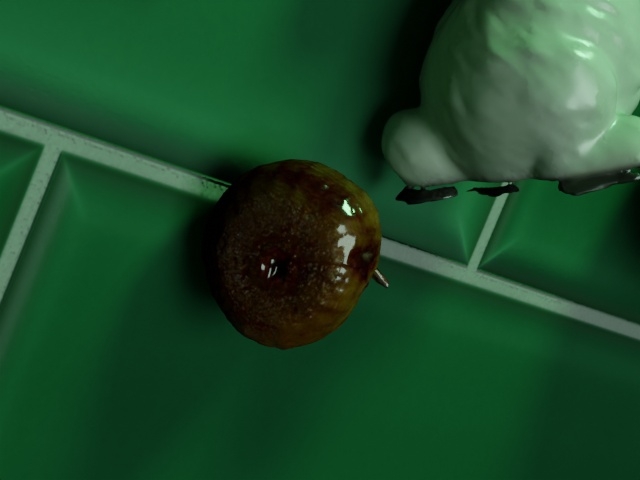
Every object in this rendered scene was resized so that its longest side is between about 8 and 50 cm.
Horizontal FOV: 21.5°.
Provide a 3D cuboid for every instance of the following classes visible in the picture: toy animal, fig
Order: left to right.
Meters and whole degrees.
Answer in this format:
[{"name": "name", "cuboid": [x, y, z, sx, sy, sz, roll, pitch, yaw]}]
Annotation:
[{"name": "fig", "cuboid": [0.000, 0.000, 1.332, 0.146, 0.134, 0.201, -49, 167, 25]}, {"name": "toy animal", "cuboid": [0.163, -0.217, 1.347, 0.258, 0.194, 0.357, -12, 103, -14]}]
